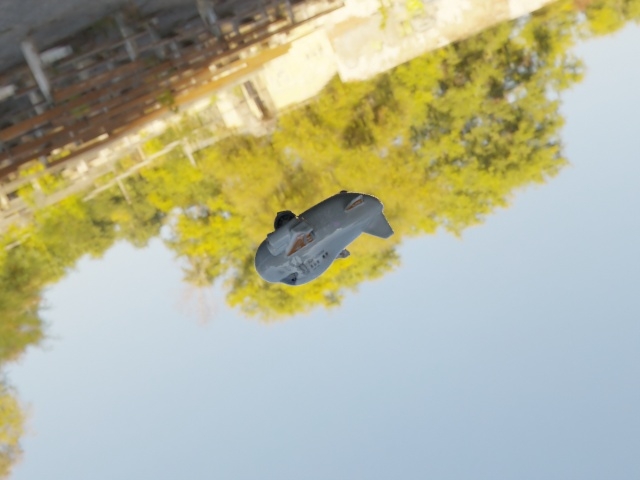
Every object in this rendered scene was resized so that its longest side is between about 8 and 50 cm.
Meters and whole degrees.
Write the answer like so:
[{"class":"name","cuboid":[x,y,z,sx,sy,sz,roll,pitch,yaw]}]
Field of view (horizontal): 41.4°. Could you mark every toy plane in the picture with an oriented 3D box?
[{"class":"toy plane","cuboid":[0.000,0.000,1.428,0.244,0.117,0.245,-27,163,-9]}]
